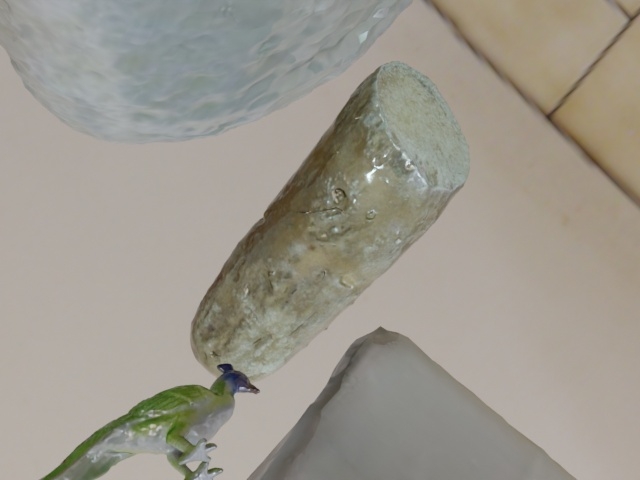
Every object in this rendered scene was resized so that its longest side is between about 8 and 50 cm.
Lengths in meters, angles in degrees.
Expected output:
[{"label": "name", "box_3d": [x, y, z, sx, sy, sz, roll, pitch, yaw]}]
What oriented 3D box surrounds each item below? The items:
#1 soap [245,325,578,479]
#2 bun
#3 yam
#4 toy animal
[{"label": "soap", "box_3d": [0.074, 0.294, 0.567, 0.435, 0.350, 0.213, 41, 133, 4]}, {"label": "bun", "box_3d": [-0.057, -0.202, 0.473, 0.362, 0.211, 0.362, 157, 90, -81]}, {"label": "yam", "box_3d": [0.000, 0.000, 1.425, 0.133, 0.133, 0.330, 44, 108, 8]}, {"label": "toy animal", "box_3d": [-0.108, 0.131, 0.956, 0.075, 0.217, 0.041, 24, 129, 37]}]
